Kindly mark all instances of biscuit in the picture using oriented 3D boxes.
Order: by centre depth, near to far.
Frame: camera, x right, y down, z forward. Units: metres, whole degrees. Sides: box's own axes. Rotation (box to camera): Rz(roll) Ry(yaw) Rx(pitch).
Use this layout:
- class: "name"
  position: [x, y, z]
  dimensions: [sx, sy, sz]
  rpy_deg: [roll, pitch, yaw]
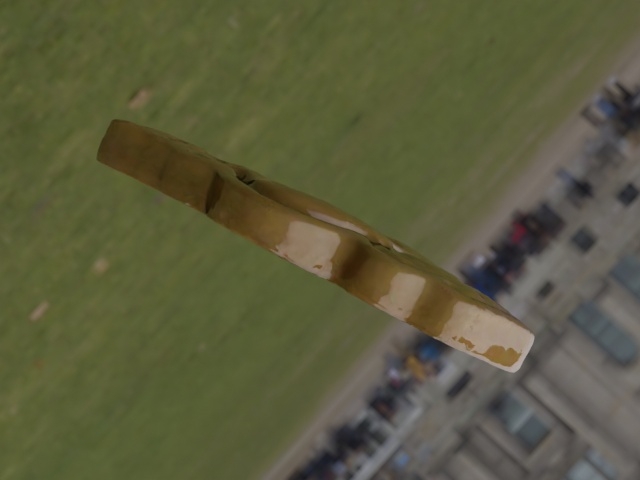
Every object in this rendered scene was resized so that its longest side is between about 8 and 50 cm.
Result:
- class: "biscuit"
  position: [-0.002, 0.000, 0.801]
  dimensions: [0.144, 0.236, 0.040]
  rpy_deg: [17, 95, -46]
